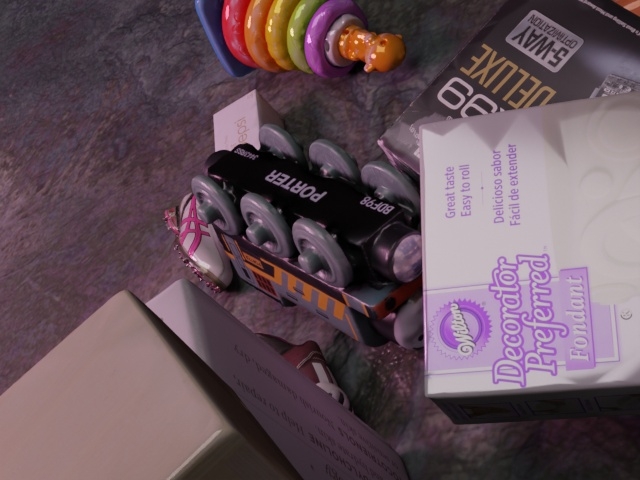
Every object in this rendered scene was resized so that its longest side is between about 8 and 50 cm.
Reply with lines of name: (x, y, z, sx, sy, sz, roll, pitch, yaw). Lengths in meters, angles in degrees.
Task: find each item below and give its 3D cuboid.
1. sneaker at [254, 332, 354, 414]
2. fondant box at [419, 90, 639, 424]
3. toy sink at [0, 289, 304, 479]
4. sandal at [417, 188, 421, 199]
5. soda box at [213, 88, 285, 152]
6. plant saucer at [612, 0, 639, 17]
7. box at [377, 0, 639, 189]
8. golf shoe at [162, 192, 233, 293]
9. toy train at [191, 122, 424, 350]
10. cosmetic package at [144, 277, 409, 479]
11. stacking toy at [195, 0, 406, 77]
sneaker: (-0.103, 0.193, 1.099, 0.281, 0.106, 0.162, -27, 36, 6)
fondant box: (0.248, 0.009, 0.823, 0.331, 0.096, 0.238, -7, 67, 20)
toy sink: (-0.132, 0.173, 0.588, 0.234, 0.131, 0.153, -43, 39, -6)
sandal: (0.142, -0.061, 1.099, 0.120, 0.086, 0.302, -28, 43, 21)
soda box: (-0.085, -0.091, 1.341, 0.074, 0.069, 0.216, -29, 42, 19)
plant saucer: (0.340, -0.201, 1.087, 0.200, 0.037, 0.199, -23, 45, 25)
box: (0.242, -0.083, 0.963, 0.242, 0.076, 0.307, -47, 60, -2)
golf shoe: (-0.140, -0.009, 1.318, 0.086, 0.067, 0.186, -39, 39, 6)
toy train: (0.000, 0.000, 1.092, 0.142, 0.190, 0.334, -41, 39, -21)
cosmetic package: (-0.101, 0.319, 0.793, 0.329, 0.327, 0.393, -34, 40, 14)
stacking toy: (-0.001, -0.277, 1.385, 0.302, 0.165, 0.175, 28, 67, 38)
